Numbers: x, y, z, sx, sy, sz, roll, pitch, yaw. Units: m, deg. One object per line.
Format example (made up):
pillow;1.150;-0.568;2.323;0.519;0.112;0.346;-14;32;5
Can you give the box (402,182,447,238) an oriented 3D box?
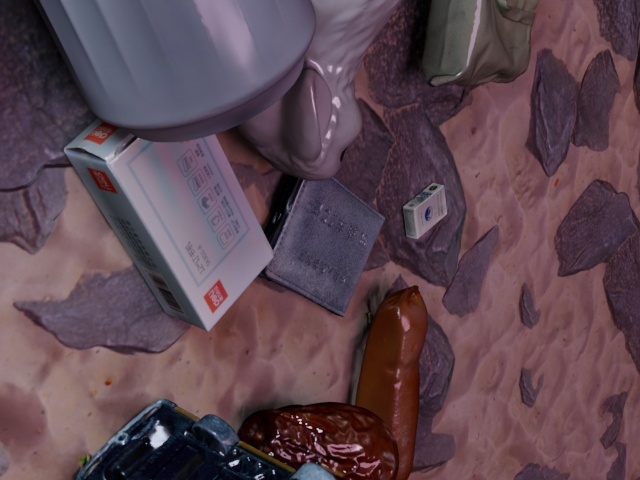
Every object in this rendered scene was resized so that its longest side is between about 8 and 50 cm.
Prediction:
box;0.160;-0.046;1.525;0.083;0.024;0.054;-38;132;-38

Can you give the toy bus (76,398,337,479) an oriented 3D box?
toy bus;-0.098;0.325;1.103;0.162;0.323;0.194;-43;135;-33

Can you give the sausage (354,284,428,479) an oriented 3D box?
sausage;0.102;0.232;1.503;0.097;0.093;0.349;-19;117;-61

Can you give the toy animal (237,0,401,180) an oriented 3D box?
toy animal;-0.004;-0.229;1.121;0.258;0.193;0.358;-79;175;-69

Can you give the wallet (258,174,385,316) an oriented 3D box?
wallet;0.002;0.001;1.336;0.222;0.036;0.167;34;77;-51

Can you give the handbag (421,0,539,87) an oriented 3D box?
handbag;0.241;-0.378;1.434;0.253;0.109;0.316;-11;111;-54

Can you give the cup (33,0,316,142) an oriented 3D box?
cup;-0.133;-0.301;0.905;0.323;0.236;0.327;-53;137;-33

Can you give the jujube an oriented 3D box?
jujube;-0.004;0.286;1.344;0.236;0.168;0.168;25;83;-35

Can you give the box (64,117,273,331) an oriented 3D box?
box;-0.156;-0.040;1.091;0.135;0.079;0.269;-50;137;-27
